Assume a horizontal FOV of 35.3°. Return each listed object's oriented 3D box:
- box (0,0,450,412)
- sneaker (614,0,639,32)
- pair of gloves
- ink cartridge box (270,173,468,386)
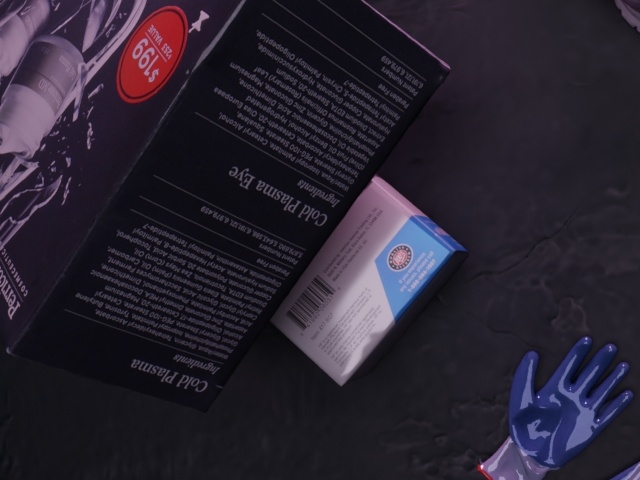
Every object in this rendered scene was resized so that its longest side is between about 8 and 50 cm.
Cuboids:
[{"bbox_3d":[-0.133,-0.104,0.777,0.313,0.179,0.343,-56,42,10],"label":"box"},{"bbox_3d":[0.224,-0.280,0.782,0.103,0.111,0.252,-39,78,13],"label":"sneaker"},{"bbox_3d":[0.228,0.179,0.821,0.198,0.023,0.159,41,99,13],"label":"pair of gloves"},{"bbox_3d":[0.000,0.000,0.860,0.203,0.086,0.148,42,101,14],"label":"ink cartridge box"}]
